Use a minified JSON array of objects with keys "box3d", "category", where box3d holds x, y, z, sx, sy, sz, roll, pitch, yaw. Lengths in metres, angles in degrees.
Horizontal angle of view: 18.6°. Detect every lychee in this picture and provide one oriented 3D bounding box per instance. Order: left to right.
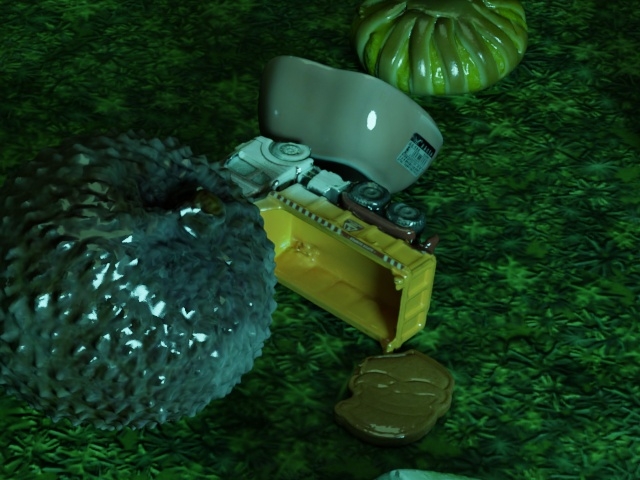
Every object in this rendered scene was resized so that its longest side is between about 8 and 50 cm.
[{"box3d":[-0.182,0.044,1.782,0.300,0.300,0.300,1,37,0],"category":"lychee"}]

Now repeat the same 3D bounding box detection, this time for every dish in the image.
[{"box3d":[0.019,-0.107,2.092,0.213,0.213,0.090,16,73,18],"category":"dish"}]

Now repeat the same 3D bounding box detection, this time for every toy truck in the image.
[{"box3d":[0.000,0.000,1.969,0.270,0.114,0.135,30,41,29],"category":"toy truck"}]

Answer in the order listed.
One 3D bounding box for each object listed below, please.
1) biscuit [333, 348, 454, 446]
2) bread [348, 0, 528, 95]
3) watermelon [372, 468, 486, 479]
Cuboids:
[{"box3d":[0.071,0.146,1.849,0.102,0.019,0.130,19,40,20],"category":"biscuit"},{"box3d":[0.140,-0.250,2.304,0.213,0.104,0.213,2,40,-2],"category":"bread"},{"box3d":[0.124,0.300,1.575,0.310,0.193,0.232,22,21,6],"category":"watermelon"}]
